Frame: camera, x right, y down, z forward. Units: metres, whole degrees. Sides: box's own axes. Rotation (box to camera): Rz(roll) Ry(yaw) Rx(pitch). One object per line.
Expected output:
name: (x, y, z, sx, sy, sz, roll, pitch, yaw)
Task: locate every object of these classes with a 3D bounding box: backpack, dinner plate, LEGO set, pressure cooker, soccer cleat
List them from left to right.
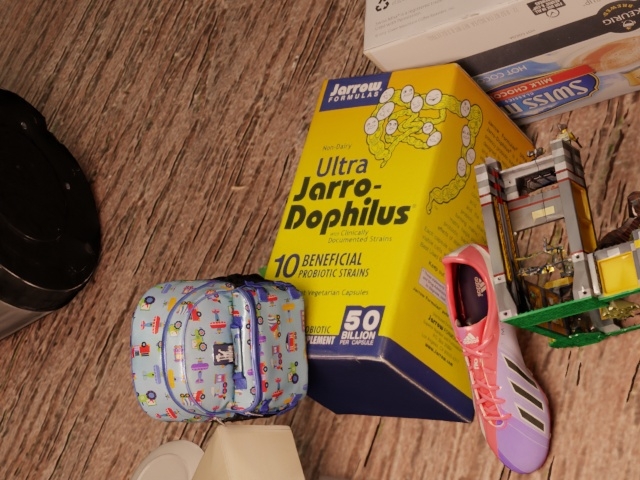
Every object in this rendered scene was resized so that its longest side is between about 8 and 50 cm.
pressure cooker: (-0.575, 0.011, 2.009, 0.420, 0.375, 0.370, -27, 30, 24)
dinner plate: (-0.197, 0.315, 1.752, 0.141, 0.017, 0.141, -19, 54, 28)
backpack: (-0.108, 0.112, 1.427, 0.116, 0.173, 0.158, -2, 87, 38)
soccer cleat: (0.177, 0.125, 1.463, 0.083, 0.095, 0.248, -14, 83, 33)
LEGO set: (0.311, -0.026, 1.388, 0.331, 0.255, 0.192, -21, 68, 37)

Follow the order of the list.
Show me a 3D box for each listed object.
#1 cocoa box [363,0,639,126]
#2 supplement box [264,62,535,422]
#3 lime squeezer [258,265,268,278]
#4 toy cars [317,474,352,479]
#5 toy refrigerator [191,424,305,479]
cocoa box: (0.254, -0.297, 1.618, 0.347, 0.228, 0.232, -15, 56, 32)
supplement box: (0.085, 0.005, 1.591, 0.194, 0.195, 0.357, -2, 62, 38)
lime squeezer: (0.000, 0.000, 1.737, 0.059, 0.110, 0.310, -41, 12, 34)
toy cars: (0.097, 0.352, 1.400, 0.393, 0.176, 0.087, 25, 107, 45)
toy refrigerator: (-0.099, 0.322, 1.528, 0.102, 0.094, 0.270, -109, 32, -41)
